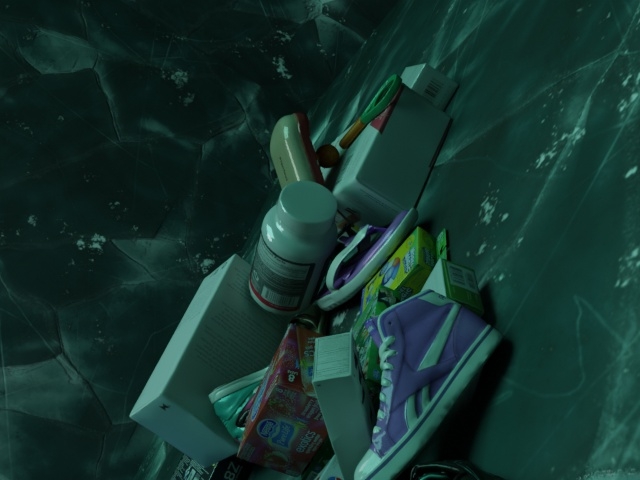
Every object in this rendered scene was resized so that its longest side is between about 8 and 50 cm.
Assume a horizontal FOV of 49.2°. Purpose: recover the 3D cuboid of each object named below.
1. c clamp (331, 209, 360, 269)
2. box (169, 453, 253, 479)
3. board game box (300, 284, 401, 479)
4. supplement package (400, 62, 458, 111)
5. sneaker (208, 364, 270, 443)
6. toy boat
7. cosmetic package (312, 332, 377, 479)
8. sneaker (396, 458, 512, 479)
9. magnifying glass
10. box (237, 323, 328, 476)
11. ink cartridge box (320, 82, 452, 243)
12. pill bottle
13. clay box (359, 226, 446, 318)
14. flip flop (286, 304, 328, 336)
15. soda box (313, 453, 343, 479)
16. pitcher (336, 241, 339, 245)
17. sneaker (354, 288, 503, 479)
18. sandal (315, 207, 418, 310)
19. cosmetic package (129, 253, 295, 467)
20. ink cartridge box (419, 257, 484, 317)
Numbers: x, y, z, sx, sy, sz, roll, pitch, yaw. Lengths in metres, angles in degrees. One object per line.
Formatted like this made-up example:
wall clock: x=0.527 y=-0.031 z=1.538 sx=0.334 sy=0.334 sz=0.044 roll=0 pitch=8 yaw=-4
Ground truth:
c clamp: x=0.054 y=0.003 z=1.713 sx=0.022 sy=0.137 sz=0.161 roll=-42 pitch=-7 yaw=-39
box: x=-0.291 y=0.600 z=1.807 sx=0.318 sy=0.097 sz=0.395 roll=-66 pitch=15 yaw=-16
board game box: x=0.051 y=0.257 z=1.221 sx=0.213 sy=0.046 sz=0.317 roll=-75 pitch=8 yaw=-50
supplement package: x=0.258 y=-0.377 z=1.788 sx=0.105 sy=0.105 sz=0.179 roll=-60 pitch=13 yaw=5
sneaker: x=-0.073 y=0.346 z=1.478 sx=0.295 sy=0.178 sz=0.124 roll=-24 pitch=-15 yaw=1
toy boat: x=-0.025 y=-0.198 z=1.694 sx=0.151 sy=0.151 sz=0.231 roll=-30 pitch=76 yaw=65
cosmetic package: x=0.046 y=0.259 z=1.006 sx=0.060 sy=0.239 sz=0.099 roll=-10 pitch=28 yaw=10
sneaker: x=0.141 y=0.289 z=0.812 sx=0.101 sy=0.106 sz=0.267 roll=-67 pitch=13 yaw=-21
magnifying glass: x=0.116 y=-0.298 z=1.644 sx=0.231 sy=0.026 sz=0.092 roll=-44 pitch=20 yaw=39
box: x=-0.044 y=0.277 z=1.189 sx=0.128 sy=0.122 sz=0.257 roll=-77 pitch=9 yaw=-46
ink cartridge box: x=0.124 y=-0.173 z=1.737 sx=0.279 sy=0.160 sz=0.384 roll=-65 pitch=14 yaw=-19
pill bottle: x=-0.059 y=0.018 z=1.624 sx=0.319 sy=0.176 sz=0.176 roll=109 pitch=178 yaw=-47
clay box: x=0.156 y=0.071 z=1.331 sx=0.222 sy=0.053 sz=0.127 roll=-53 pitch=14 yaw=31
flip flop: x=-0.040 y=0.223 z=1.683 sx=0.112 sy=0.080 sz=0.277 roll=-57 pitch=11 yaw=16
soda box: x=-0.001 y=0.405 z=1.021 sx=0.074 sy=0.069 sz=0.216 roll=-55 pitch=-7 yaw=21
pitcher: x=0.000 y=0.000 z=1.949 sx=0.125 sy=0.178 sz=0.207 roll=23 pitch=63 yaw=33
sneaker: x=0.099 y=0.191 z=0.933 sx=0.282 sy=0.161 sz=0.102 roll=-50 pitch=-13 yaw=-19
sandal: x=0.068 y=0.043 z=1.533 sx=0.169 sy=0.102 sz=0.416 roll=-54 pitch=3 yaw=-38
cosmetic package: x=-0.238 y=0.277 z=1.687 sx=0.161 sy=0.230 sz=0.453 roll=-36 pitch=21 yaw=39
ink cartridge box: x=0.169 y=0.143 z=1.077 sx=0.109 sy=0.062 sz=0.209 roll=-83 pitch=16 yaw=-59
